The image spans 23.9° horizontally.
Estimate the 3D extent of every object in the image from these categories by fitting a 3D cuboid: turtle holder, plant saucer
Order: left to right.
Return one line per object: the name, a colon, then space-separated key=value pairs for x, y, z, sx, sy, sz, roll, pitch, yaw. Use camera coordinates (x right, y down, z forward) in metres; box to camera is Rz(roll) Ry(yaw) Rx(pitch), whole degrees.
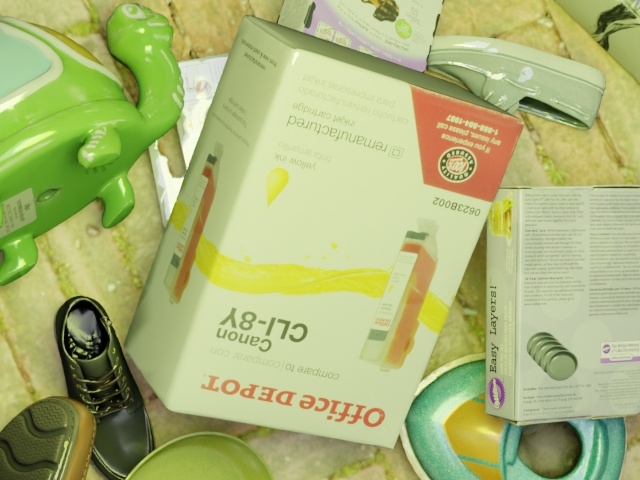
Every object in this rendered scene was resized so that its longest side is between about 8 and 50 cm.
turtle holder: x=-0.302 y=-0.129 z=1.575 sx=0.320 sy=0.243 sz=0.227 roll=-38 pitch=76 yaw=12
plant saucer: x=-0.147 y=0.320 z=1.627 sx=0.241 sy=0.037 sz=0.241 roll=-7 pitch=101 yaw=-40

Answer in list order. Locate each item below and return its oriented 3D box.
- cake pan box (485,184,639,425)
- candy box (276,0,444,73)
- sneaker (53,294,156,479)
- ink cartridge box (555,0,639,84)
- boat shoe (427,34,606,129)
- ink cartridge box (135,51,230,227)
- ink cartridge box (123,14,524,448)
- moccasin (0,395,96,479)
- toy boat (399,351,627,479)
cake pan box: x=0.300 y=0.062 z=1.604 sx=0.267 sy=0.070 sz=0.245 roll=-2 pitch=95 yaw=-27
candy box: x=0.040 y=-0.234 z=1.672 sx=0.165 sy=0.070 sz=0.196 roll=28 pitch=67 yaw=-29
sneaker: x=-0.237 y=0.167 z=1.629 sx=0.083 sy=0.118 sz=0.222 roll=-21 pitch=90 yaw=-9
ink cartridge box: x=0.406 y=-0.362 z=1.736 sx=0.395 sy=0.166 sz=0.285 roll=44 pitch=82 yaw=-3
boat shoe: x=0.218 y=-0.178 z=1.740 sx=0.228 sy=0.079 sz=0.081 roll=12 pitch=80 yaw=-11
ink cartridge box: x=-0.077 y=-0.123 z=1.710 sx=0.232 sy=0.066 sz=0.189 roll=-11 pitch=88 yaw=-1
ink cartridge box: x=0.000 y=0.000 z=1.565 sx=0.279 sy=0.160 sz=0.384 roll=14 pitch=104 yaw=-28
moccasin: x=-0.307 y=0.350 z=1.598 sx=0.139 sy=0.147 sz=0.380 roll=10 pitch=88 yaw=36
toy boat: x=0.226 y=0.158 z=1.685 sx=0.268 sy=0.148 sz=0.318 roll=9 pitch=85 yaw=-8
